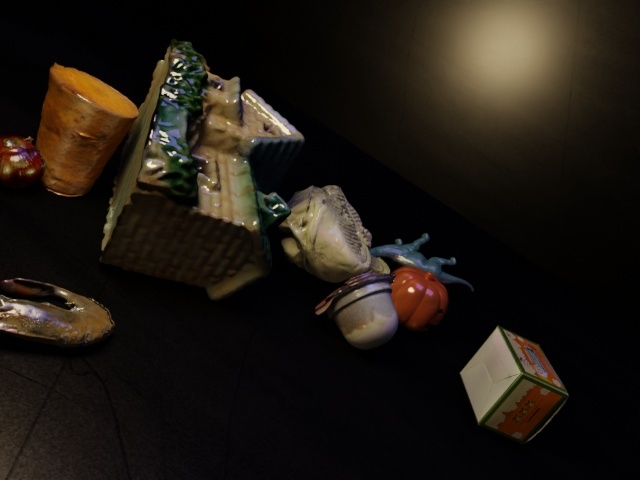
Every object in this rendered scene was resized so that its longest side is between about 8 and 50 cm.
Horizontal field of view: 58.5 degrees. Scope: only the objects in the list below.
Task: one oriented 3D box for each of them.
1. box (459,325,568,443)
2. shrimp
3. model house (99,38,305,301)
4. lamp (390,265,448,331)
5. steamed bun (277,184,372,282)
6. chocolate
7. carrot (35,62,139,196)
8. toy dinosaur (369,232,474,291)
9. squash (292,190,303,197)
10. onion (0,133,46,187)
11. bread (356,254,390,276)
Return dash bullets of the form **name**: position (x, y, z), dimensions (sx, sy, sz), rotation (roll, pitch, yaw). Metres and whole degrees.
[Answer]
- **box**: position (0.468, 0.352, 1.402), dimensions (0.148, 0.177, 0.195), rotation (27, 22, -12)
- **shrimp**: position (-0.456, 0.104, 0.919), dimensions (0.253, 0.058, 0.173), rotation (22, 15, -29)
- **model house**: position (-0.227, -0.132, 1.268), dimensions (0.400, 0.395, 0.445), rotation (22, 35, -26)
- **lamp**: position (0.267, 0.155, 1.593), dimensions (0.188, 0.164, 0.187), rotation (24, 23, -11)
- **steamed bun**: position (0.000, 0.000, 1.564), dimensions (0.280, 0.207, 0.268), rotation (54, 23, -13)
- **chocolate**: position (0.104, 0.179, 1.344), dimensions (0.221, 0.221, 0.147), rotation (8, 50, -45)
- **carrot**: position (-0.541, -0.226, 1.255), dimensions (0.196, 0.254, 0.196), rotation (31, 21, -13)
- **toy dinosaur**: position (0.301, 0.103, 1.876), dimensions (0.383, 0.129, 0.331), rotation (38, 33, 15)
- **squash**: position (-0.013, -0.064, 1.822), dimensions (0.087, 0.087, 0.331), rotation (14, 28, -37)
- **onion**: position (-0.640, -0.163, 1.186), dimensions (0.117, 0.118, 0.119), rotation (37, 22, 26)
- **bread**: position (0.132, 0.080, 1.718), dimensions (0.156, 0.064, 0.117), rotation (23, 18, -16)
